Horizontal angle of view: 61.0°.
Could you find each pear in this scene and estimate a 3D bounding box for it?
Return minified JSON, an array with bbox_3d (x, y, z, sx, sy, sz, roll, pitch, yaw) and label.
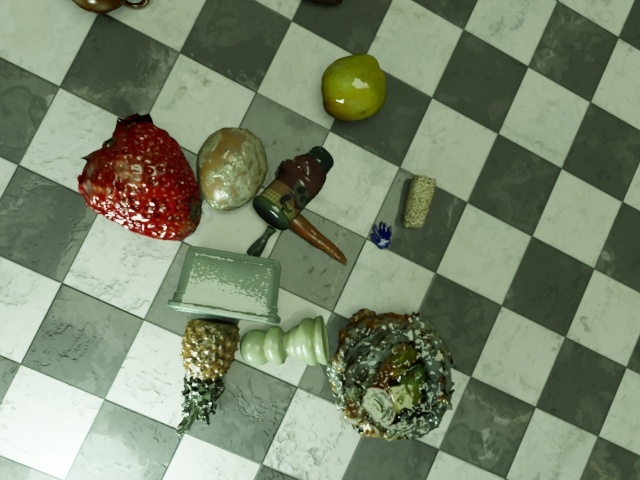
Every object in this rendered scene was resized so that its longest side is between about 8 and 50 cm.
[{"bbox_3d":[0.096,-0.447,1.600,0.200,0.200,0.200,0,89,-9],"label":"pear"}]

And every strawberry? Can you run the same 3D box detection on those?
[{"bbox_3d":[-0.474,-0.150,1.453,0.291,0.292,0.310,-39,78,-8],"label":"strawberry"}]

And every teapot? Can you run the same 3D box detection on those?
[{"bbox_3d":[-0.170,0.003,1.600,0.043,0.043,0.111,37,108,-7],"label":"teapot"},{"bbox_3d":[-0.611,-0.697,1.526,0.252,0.135,0.178,2,59,-27],"label":"teapot"}]

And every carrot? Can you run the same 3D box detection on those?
[{"bbox_3d":[0.000,0.000,1.647,0.224,0.057,0.057,38,84,-10],"label":"carrot"}]

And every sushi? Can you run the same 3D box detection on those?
[{"bbox_3d":[0.219,0.401,1.611,0.417,0.176,0.418,0,89,-9],"label":"sushi"}]

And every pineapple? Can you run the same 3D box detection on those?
[{"bbox_3d":[-0.328,0.390,1.534,0.169,0.169,0.341,11,90,-9],"label":"pineapple"}]

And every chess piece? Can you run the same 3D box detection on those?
[{"bbox_3d":[-0.109,0.304,1.574,0.251,0.144,0.144,-9,91,5],"label":"chess piece"}]

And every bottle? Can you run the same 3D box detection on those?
[{"bbox_3d":[-0.071,-0.167,1.577,0.143,0.156,0.271,40,72,-1],"label":"bottle"}]

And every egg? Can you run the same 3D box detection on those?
[{"bbox_3d":[-0.253,-0.201,1.534,0.203,0.203,0.245,17,98,-9],"label":"egg"}]

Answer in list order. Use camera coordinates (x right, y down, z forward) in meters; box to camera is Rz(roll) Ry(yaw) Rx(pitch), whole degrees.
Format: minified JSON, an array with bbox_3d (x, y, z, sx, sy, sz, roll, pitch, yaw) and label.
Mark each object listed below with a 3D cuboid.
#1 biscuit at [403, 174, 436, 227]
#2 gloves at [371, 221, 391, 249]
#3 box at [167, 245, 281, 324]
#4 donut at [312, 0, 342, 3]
[{"bbox_3d":[0.302,-0.120,1.680,0.070,0.082,0.169,15,87,-7],"label":"biscuit"},{"bbox_3d":[0.189,-0.016,1.688,0.064,0.026,0.086,5,89,-7],"label":"gloves"},{"bbox_3d":[-0.258,0.129,1.548,0.311,0.175,0.183,11,79,-9],"label":"box"},{"bbox_3d":[-0.023,-0.900,1.615,0.259,0.136,0.345,12,86,-12],"label":"donut"}]
